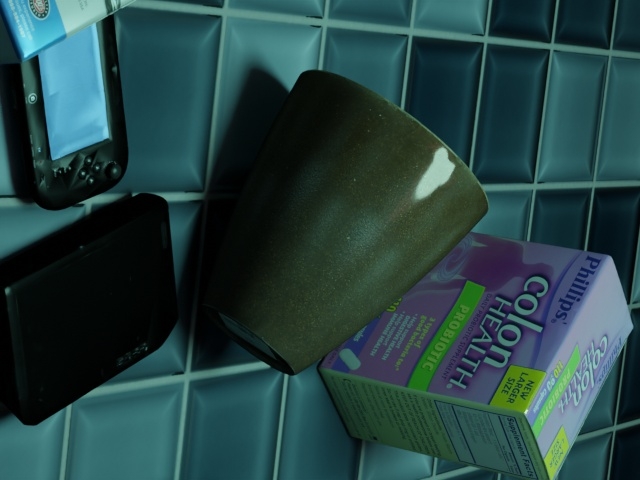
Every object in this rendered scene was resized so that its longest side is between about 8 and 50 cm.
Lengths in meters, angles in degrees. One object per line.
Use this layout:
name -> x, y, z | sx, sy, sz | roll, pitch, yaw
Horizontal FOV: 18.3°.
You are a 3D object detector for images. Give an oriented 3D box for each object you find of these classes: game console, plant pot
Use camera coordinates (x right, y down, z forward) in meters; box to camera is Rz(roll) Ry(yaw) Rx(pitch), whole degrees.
game console -> -0.204, -0.046, 1.597 | 0.213, 0.044, 0.361 | -33, 125, -50
plant pot -> 0.000, 0.000, 1.813 | 0.230, 0.215, 0.215 | -53, 142, -13

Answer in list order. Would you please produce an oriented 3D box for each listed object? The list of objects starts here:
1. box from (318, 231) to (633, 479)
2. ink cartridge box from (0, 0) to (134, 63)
box -> 0.160, 0.110, 2.033 | 0.213, 0.243, 0.117 | -57, 142, -31
ink cartridge box -> -0.199, -0.235, 1.470 | 0.203, 0.086, 0.148 | -36, 115, -41
